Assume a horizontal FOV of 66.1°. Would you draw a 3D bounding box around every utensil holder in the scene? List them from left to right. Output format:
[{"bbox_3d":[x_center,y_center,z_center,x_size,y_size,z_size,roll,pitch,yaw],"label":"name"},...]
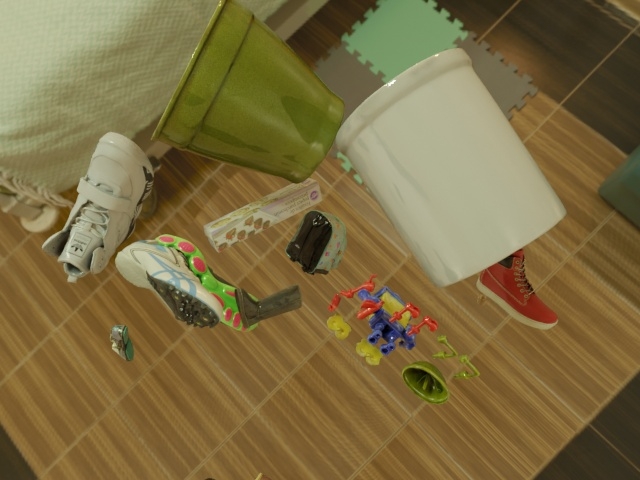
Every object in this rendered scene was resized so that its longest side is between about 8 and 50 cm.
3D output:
[{"bbox_3d":[0.265,-0.137,1.033,0.328,0.327,0.385,-31,85,2],"label":"utensil holder"}]

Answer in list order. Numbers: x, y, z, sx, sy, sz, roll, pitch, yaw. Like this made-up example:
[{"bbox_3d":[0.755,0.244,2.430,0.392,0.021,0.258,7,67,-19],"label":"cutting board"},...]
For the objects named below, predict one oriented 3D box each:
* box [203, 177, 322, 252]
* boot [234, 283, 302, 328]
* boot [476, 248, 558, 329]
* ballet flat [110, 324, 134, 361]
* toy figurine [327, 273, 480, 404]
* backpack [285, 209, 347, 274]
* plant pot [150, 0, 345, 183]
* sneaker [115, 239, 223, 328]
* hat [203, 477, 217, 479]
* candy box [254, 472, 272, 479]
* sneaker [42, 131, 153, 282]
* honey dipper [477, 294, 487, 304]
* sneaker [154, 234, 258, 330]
[{"bbox_3d":[-0.147,-0.073,1.300,0.324,0.063,0.067,-28,32,-20],"label":"box"},{"bbox_3d":[-0.164,0.190,1.586,0.209,0.189,0.076,-17,50,-12],"label":"boot"},{"bbox_3d":[0.572,0.124,1.380,0.089,0.176,0.244,-26,52,-39],"label":"boot"},{"bbox_3d":[-0.417,0.213,1.030,0.041,0.114,0.041,5,44,-5],"label":"ballet flat"},{"bbox_3d":[0.206,0.194,1.202,0.363,0.217,0.191,40,117,-4],"label":"toy figurine"},{"bbox_3d":[0.000,0.000,1.587,0.166,0.145,0.188,39,116,42],"label":"backpack"},{"bbox_3d":[-0.149,-0.312,1.151,0.353,0.366,0.366,27,83,-22],"label":"plant pot"},{"bbox_3d":[-0.219,0.054,0.737,0.237,0.085,0.086,25,51,36],"label":"sneaker"},{"bbox_3d":[-0.248,0.620,1.074,0.332,0.331,0.133,31,98,14],"label":"hat"},{"bbox_3d":[-0.097,0.639,1.140,0.187,0.109,0.053,24,125,21],"label":"candy box"},{"bbox_3d":[-0.488,-0.055,1.086,0.138,0.365,0.210,27,46,-9],"label":"sneaker"},{"bbox_3d":[0.594,0.189,1.774,0.031,0.160,0.030,-3,59,4],"label":"honey dipper"},{"bbox_3d":[-0.437,0.175,1.809,0.483,0.202,0.185,43,64,-9],"label":"sneaker"}]
